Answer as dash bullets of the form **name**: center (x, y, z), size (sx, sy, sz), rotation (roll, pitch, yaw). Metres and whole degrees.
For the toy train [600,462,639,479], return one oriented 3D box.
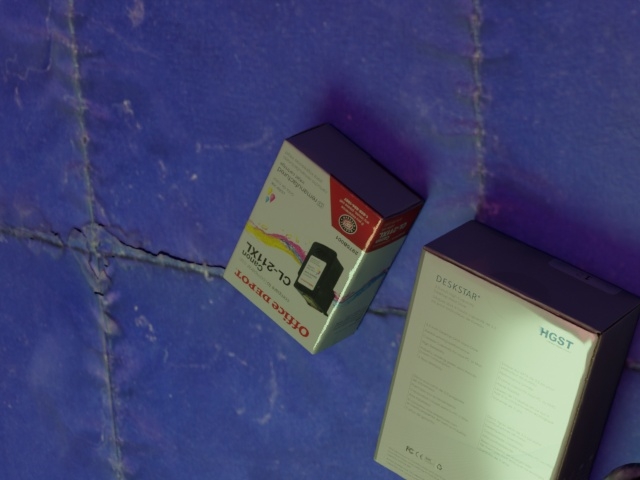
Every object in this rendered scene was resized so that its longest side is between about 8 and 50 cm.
- **toy train**: center (0.351, 0.329, 1.352), size (0.190, 0.142, 0.334), rotation (-21, 93, 31)

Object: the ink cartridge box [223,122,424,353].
- **ink cartridge box**: center (0.000, 0.000, 1.535), size (0.127, 0.072, 0.175), rotation (39, 126, 19)

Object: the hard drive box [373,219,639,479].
- **hard drive box**: center (0.162, 0.128, 1.446), size (0.181, 0.089, 0.232), rotation (28, 122, 27)
